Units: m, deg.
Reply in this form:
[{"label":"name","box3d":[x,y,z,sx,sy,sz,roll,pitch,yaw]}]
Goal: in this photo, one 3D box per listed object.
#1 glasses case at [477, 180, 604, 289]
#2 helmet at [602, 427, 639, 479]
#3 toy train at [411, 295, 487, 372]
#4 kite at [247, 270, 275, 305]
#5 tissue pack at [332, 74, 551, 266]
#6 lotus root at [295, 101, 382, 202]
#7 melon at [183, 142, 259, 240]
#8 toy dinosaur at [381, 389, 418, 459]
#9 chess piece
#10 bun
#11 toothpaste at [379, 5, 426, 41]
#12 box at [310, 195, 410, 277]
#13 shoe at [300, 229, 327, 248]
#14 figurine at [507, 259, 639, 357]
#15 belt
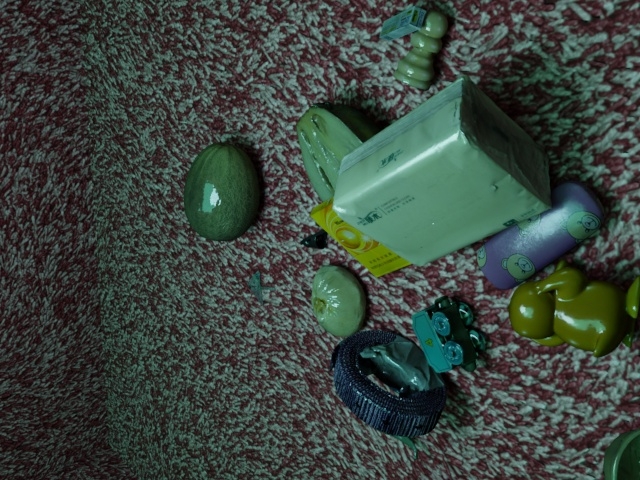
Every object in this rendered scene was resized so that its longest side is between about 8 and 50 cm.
[{"label":"glasses case","box3d":[0.471,-0.004,1.314,0.123,0.076,0.316,58,136,16]},{"label":"helmet","box3d":[0.668,0.492,1.232,0.137,0.204,0.257,129,116,-83]},{"label":"toy train","box3d":[0.323,0.244,1.536,0.154,0.107,0.197,-31,80,55]},{"label":"kite","box3d":[-0.210,0.170,2.131,0.153,0.005,0.137,14,116,42]},{"label":"tissue pack","box3d":[0.256,-0.130,1.312,0.380,0.297,0.207,-31,36,44]},{"label":"lotus root","box3d":[0.058,-0.245,1.612,0.260,0.149,0.267,54,143,16]},{"label":"melon","box3d":[-0.320,-0.154,1.963,0.249,0.249,0.329,23,116,39]},{"label":"toy dinosaur","box3d":[0.187,0.521,1.790,0.292,0.079,0.119,21,123,43]},{"label":"chess piece","box3d":[0.244,-0.446,1.401,0.094,0.094,0.170,39,120,31]},{"label":"bun","box3d":[0.036,0.186,1.793,0.222,0.128,0.222,20,120,40]},{"label":"toothpaste","box3d":[0.188,-0.503,1.410,0.164,0.034,0.046,-159,85,-69]},{"label":"box","box3d":[0.114,-0.015,1.607,0.269,0.043,0.152,41,139,-18]},{"label":"shoe","box3d":[0.000,0.000,1.818,0.159,0.062,0.053,-29,84,43]},{"label":"figurine","box3d":[0.514,0.143,1.224,0.228,0.215,0.215,29,123,42]},{"label":"belt","box3d":[0.184,0.373,1.608,0.325,0.260,0.122,36,132,32]}]
